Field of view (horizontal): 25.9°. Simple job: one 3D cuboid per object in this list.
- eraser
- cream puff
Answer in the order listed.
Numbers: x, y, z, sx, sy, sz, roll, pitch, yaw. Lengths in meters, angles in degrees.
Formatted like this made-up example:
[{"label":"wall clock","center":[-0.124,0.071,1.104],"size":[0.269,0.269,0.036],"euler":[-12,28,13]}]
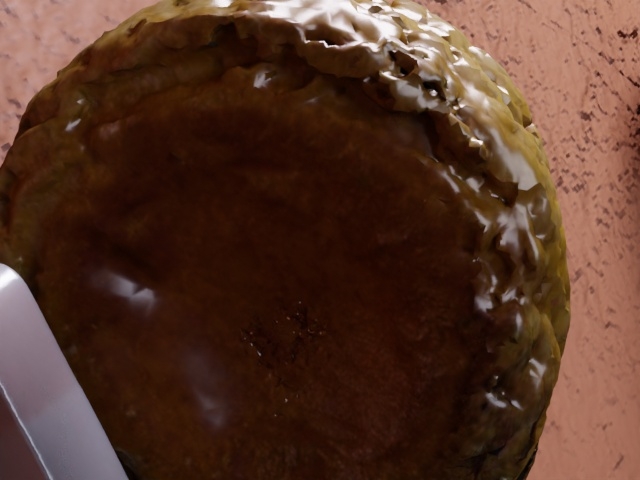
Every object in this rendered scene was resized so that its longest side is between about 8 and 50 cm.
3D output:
[{"label":"eraser","center":[-0.089,0.061,0.397],"size":[0.026,0.065,0.105],"euler":[-36,106,-47]},{"label":"cream puff","center":[0.000,0.000,0.463],"size":[0.183,0.183,0.169],"euler":[65,20,-10]}]
